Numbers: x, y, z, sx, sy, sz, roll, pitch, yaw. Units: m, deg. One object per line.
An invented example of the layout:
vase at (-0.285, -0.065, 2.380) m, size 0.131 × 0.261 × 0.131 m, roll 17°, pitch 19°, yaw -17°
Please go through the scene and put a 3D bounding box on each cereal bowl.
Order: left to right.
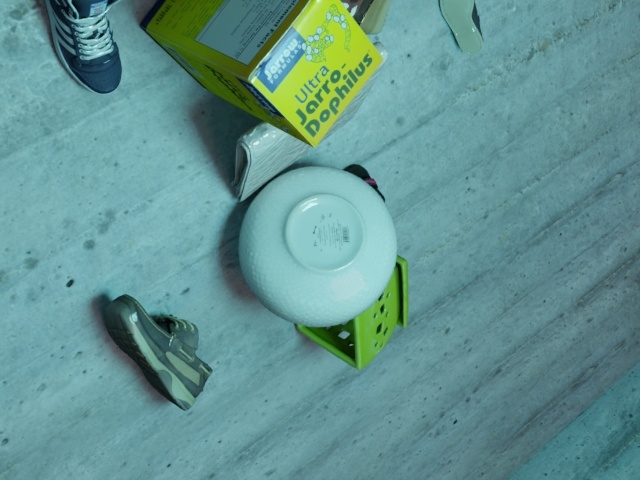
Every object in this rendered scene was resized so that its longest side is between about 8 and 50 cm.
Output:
cereal bowl at (0.000, 0.000, 1.762) m, size 0.339 × 0.339 × 0.141 m, roll -42°, pitch 174°, yaw -15°

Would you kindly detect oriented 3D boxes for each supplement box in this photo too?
supplement box at (-0.105, -0.336, 1.459) m, size 0.194 × 0.356 × 0.195 m, roll -53°, pitch 136°, yaw -3°

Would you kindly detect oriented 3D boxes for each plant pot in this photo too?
plant pot at (0.079, 0.122, 1.995) m, size 0.207 × 0.227 × 0.228 m, roll -30°, pitch 131°, yaw -33°

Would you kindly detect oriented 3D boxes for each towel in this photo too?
towel at (-0.034, -0.226, 1.678) m, size 0.332 × 0.053 × 0.317 m, roll -39°, pitch 176°, yaw -16°

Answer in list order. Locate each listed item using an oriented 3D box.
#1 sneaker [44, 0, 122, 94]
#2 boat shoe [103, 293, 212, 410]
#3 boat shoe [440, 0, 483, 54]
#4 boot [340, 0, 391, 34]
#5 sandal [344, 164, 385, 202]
sneaker at (-0.363, -0.342, 1.373) m, size 0.099 × 0.153 × 0.282 m, roll -32°, pitch 131°, yaw -23°
boat shoe at (-0.324, 0.208, 1.769) m, size 0.130 × 0.132 × 0.355 m, roll -49°, pitch 146°, yaw -22°
boat shoe at (0.320, -0.520, 1.960) m, size 0.065 × 0.075 × 0.206 m, roll -79°, pitch 149°, yaw -45°
boot at (0.058, -0.529, 1.677) m, size 0.207 × 0.090 × 0.248 m, roll 5°, pitch 106°, yaw -33°
sandal at (0.109, -0.117, 2.007) m, size 0.067 × 0.040 × 0.179 m, roll -53°, pitch 137°, yaw -4°
